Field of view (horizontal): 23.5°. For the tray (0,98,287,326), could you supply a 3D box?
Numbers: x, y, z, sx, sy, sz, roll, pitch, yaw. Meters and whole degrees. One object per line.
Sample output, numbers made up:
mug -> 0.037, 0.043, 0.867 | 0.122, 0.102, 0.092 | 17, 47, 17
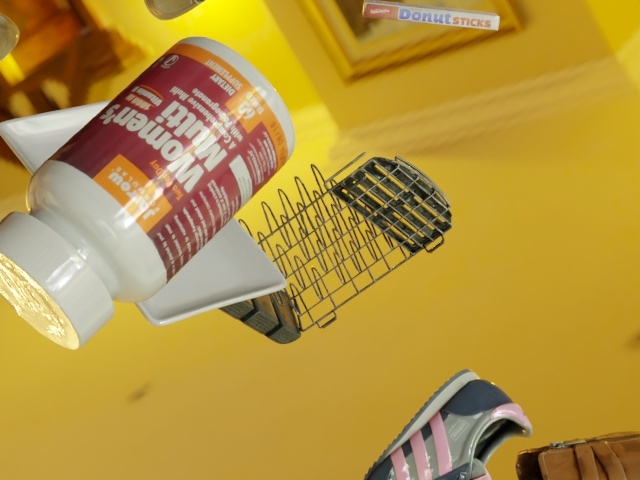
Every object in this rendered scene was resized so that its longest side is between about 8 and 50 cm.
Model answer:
tray -> -0.161, -0.024, 1.350 | 0.145, 0.270, 0.030 | -15, 141, -38

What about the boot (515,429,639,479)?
boot -> 0.340, 0.245, 1.594 | 0.220, 0.109, 0.283 | -1, -174, -12

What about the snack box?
snack box -> 0.145, -0.299, 2.037 | 0.178, 0.022, 0.064 | 6, -167, 0

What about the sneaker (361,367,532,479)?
sneaker -> 0.151, 0.317, 2.035 | 0.131, 0.112, 0.319 | 31, -108, 31

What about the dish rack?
dish rack -> 0.000, 0.000, 1.645 | 0.271, 0.208, 0.074 | -36, -126, 15

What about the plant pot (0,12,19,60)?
plant pot -> -0.484, -0.232, 1.869 | 0.236, 0.032, 0.236 | -11, -149, 7

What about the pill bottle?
pill bottle -> -0.129, -0.034, 1.088 | 0.221, 0.121, 0.121 | -46, -158, -24

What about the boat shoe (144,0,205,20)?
boat shoe -> -0.094, -0.254, 1.379 | 0.153, 0.056, 0.048 | -36, -165, -1
